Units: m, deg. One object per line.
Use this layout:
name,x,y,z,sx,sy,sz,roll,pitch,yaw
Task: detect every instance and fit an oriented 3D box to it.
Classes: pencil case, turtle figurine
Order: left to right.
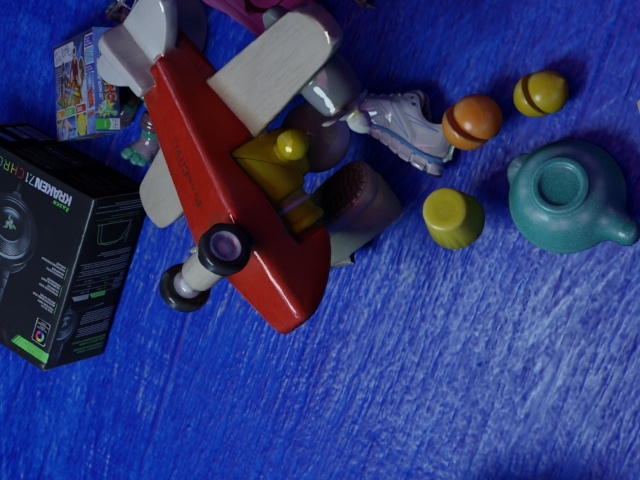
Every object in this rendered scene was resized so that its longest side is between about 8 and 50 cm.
turtle figurine,-0.220,-0.223,1.919,0.234,0.118,0.175,-65,35,35
pencil case,-0.094,-0.309,1.847,0.209,0.098,0.095,36,124,21

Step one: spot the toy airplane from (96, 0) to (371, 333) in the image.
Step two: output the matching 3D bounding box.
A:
toy airplane,-0.095,-0.127,1.721,0.386,0.272,0.384,33,128,48

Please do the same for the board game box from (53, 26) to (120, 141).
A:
board game box,-0.313,-0.204,1.957,0.201,0.035,0.136,-179,86,-66

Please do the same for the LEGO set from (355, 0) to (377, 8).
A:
LEGO set,0.043,-0.320,1.809,0.083,0.023,0.054,45,116,18

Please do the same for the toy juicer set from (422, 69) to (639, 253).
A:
toy juicer set,0.285,-0.088,1.678,0.329,0.089,0.209,3,78,20

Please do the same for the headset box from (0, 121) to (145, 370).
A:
headset box,-0.401,0.013,2.051,0.246,0.131,0.283,29,111,25

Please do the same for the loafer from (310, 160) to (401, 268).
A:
loafer,0.000,0.000,1.836,0.268,0.092,0.102,-34,40,42

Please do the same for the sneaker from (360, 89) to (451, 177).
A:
sneaker,0.089,-0.156,1.789,0.190,0.071,0.083,33,99,19
